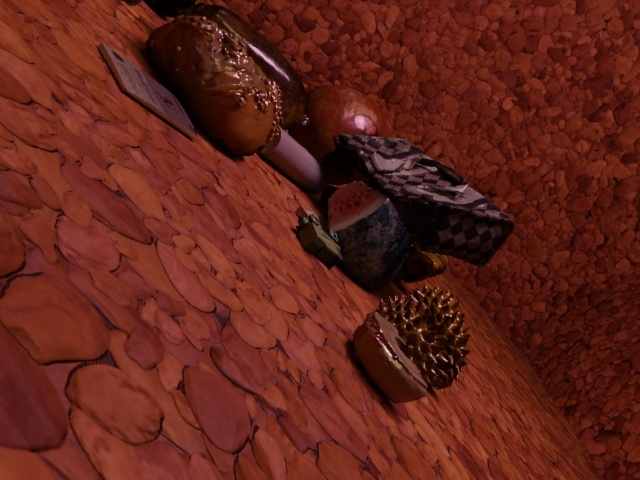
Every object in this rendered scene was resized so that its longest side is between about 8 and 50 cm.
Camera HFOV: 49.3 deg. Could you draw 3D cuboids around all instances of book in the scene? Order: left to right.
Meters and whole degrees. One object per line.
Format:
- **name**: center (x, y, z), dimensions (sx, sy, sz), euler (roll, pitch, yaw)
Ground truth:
- **book**: center (-0.277, -0.240, 1.137), dimensions (0.181, 0.014, 0.127), euler (33, 19, -55)

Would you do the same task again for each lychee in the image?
- **lychee**: center (0.035, -0.108, 1.814), dimensions (0.067, 0.068, 0.083), euler (21, 9, 40)

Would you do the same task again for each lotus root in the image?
- **lotus root**: center (-0.173, -0.386, 1.610), dimensions (0.397, 0.179, 0.196), euler (43, 3, -30)

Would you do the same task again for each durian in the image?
- **durian**: center (0.194, 0.174, 1.401), dimensions (0.186, 0.154, 0.260), euler (11, 24, -33)

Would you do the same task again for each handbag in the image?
- **handbag**: center (0.222, -0.115, 1.702), dimensions (0.316, 0.180, 0.416), euler (7, 30, -46)

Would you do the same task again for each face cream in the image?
- **face cream**: center (-0.062, -0.190, 1.668), dimensions (0.077, 0.077, 0.250), euler (57, 11, 32)

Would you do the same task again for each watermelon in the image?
- **watermelon**: center (0.118, -0.020, 1.542), dimensions (0.226, 0.148, 0.318), euler (65, 12, 21)

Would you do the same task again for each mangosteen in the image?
- **mangosteen**: center (-0.392, -0.647, 1.785), dimensions (0.152, 0.152, 0.152), euler (47, 11, -12)

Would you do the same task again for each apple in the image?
- **apple**: center (0.051, -0.286, 1.989), dimensions (0.309, 0.277, 0.250), euler (31, 42, -3)

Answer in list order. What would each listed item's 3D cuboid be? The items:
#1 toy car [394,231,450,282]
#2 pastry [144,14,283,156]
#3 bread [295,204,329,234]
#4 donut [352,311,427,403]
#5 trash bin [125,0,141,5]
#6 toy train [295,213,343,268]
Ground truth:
- **toy car**: center (0.250, 0.044, 1.898), dimensions (0.248, 0.200, 0.142), euler (21, 59, -43)
- **pastry**: center (-0.192, -0.314, 1.356), dimensions (0.311, 0.162, 0.255), euler (53, 9, 10)
- **bread**: center (0.002, -0.028, 1.505), dimensions (0.068, 0.028, 0.153), euler (55, 13, 27)
- **donut**: center (0.095, 0.176, 1.083), dimensions (0.108, 0.065, 0.166), euler (43, 13, -31)
- **trash bin**: center (-0.463, -0.660, 1.557), dimensions (0.164, 0.122, 0.240), euler (38, 13, -48)
- **toy train**: center (0.000, 0.000, 1.349), dimensions (0.122, 0.050, 0.081), euler (41, 18, -42)
